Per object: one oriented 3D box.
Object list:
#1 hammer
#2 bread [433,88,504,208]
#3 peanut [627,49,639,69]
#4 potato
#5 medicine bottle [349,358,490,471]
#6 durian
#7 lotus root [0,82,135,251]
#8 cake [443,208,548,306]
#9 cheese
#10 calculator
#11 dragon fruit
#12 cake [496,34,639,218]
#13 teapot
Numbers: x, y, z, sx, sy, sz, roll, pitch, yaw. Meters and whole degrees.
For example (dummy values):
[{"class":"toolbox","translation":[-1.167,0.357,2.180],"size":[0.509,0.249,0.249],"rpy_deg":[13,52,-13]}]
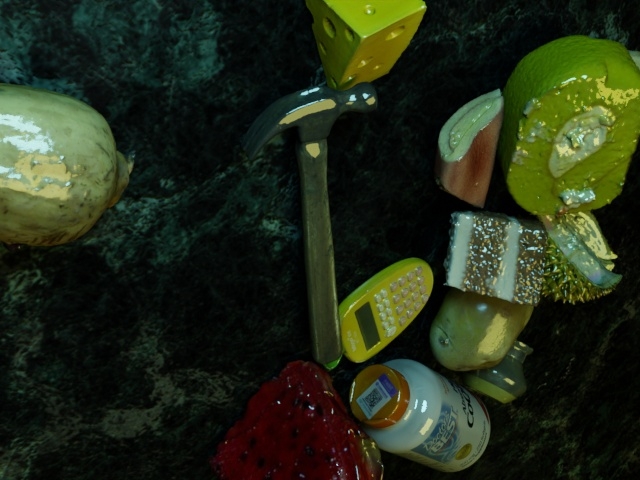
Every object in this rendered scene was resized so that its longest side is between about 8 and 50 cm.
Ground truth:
[{"class":"hammer","translation":[0.000,0.000,1.102],"size":[0.168,0.044,0.439],"rpy_deg":[-14,128,-11]},{"class":"bread","translation":[0.210,-0.123,1.209],"size":[0.119,0.067,0.192],"rpy_deg":[-22,133,-37]},{"class":"peanut","translation":[0.502,-0.243,1.330],"size":[0.275,0.111,0.125],"rpy_deg":[8,154,-45]},{"class":"potato","translation":[0.272,0.135,1.404],"size":[0.200,0.137,0.154],"rpy_deg":[-61,165,13]},{"class":"medicine bottle","translation":[0.165,0.295,1.406],"size":[0.157,0.157,0.289],"rpy_deg":[-52,138,3]},{"class":"durian","translation":[0.396,0.003,1.415],"size":[0.193,0.138,0.237],"rpy_deg":[-22,88,-43]},{"class":"lotus root","translation":[-0.289,-0.070,0.778],"size":[0.257,0.140,0.154],"rpy_deg":[8,107,-37]},{"class":"cake","translation":[0.267,0.023,1.272],"size":[0.135,0.147,0.134],"rpy_deg":[-47,142,-80]},{"class":"cheese","translation":[0.047,-0.242,0.992],"size":[0.093,0.126,0.171],"rpy_deg":[-33,156,-15]},{"class":"calculator","translation":[0.089,0.117,1.307],"size":[0.235,0.032,0.146],"rpy_deg":[-35,136,-17]},{"class":"dragon fruit","translation":[0.046,0.376,1.251],"size":[0.228,0.329,0.286],"rpy_deg":[-51,137,-8]},{"class":"cake","translation":[0.354,-0.164,1.197],"size":[0.179,0.156,0.260],"rpy_deg":[-4,132,-3]},{"class":"teapot","translation":[0.328,0.234,1.542],"size":[0.119,0.130,0.165],"rpy_deg":[-63,171,-7]}]
